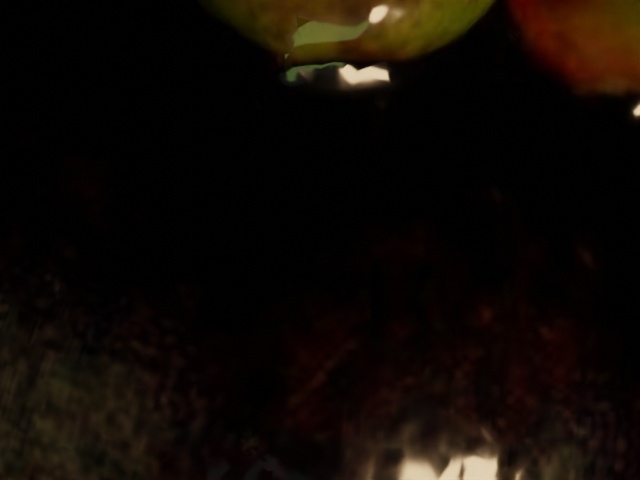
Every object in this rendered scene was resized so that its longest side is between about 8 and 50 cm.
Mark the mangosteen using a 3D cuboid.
[{"bbox_3d":[0.000,0.000,0.490,0.275,0.275,0.302,7,106,-16],"label":"mangosteen"}]
